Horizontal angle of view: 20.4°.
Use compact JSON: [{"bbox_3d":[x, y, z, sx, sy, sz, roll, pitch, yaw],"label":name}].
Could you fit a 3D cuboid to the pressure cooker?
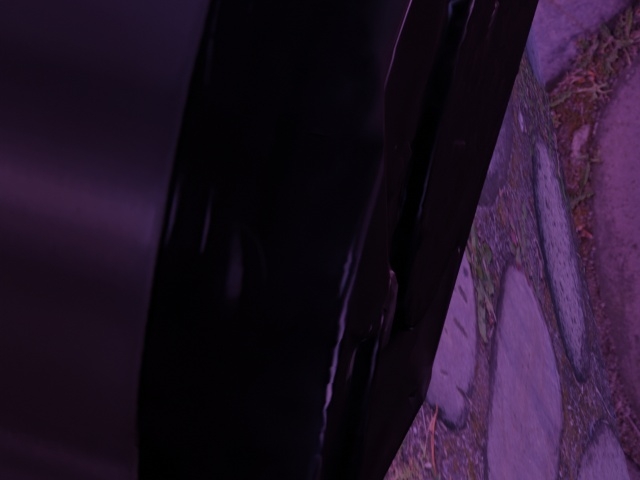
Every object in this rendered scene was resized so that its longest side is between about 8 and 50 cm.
[{"bbox_3d":[-0.141,-0.119,0.529,0.370,0.420,0.375,94,14,-60],"label":"pressure cooker"}]
